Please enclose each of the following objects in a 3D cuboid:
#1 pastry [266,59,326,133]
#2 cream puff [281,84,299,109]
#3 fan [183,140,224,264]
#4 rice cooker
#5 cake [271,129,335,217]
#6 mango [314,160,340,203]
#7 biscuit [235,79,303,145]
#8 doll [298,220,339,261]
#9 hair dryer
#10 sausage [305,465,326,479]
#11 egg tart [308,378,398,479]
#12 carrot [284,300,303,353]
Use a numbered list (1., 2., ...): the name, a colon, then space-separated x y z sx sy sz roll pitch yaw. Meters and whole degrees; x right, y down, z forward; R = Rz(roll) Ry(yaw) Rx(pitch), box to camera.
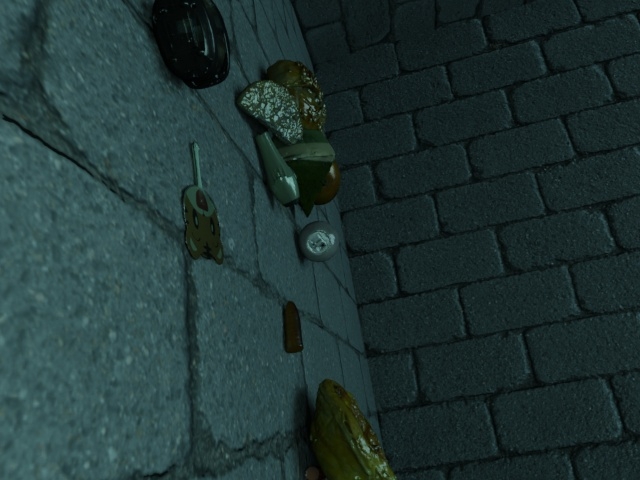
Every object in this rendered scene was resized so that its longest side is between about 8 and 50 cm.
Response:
1. pastry: -0.077 -0.498 1.668 0.284 0.184 0.316 70 8 -74
2. cream puff: -0.130 -0.412 1.461 0.165 0.115 0.150 -75 167 -51
3. fan: -0.211 -0.071 0.817 0.152 0.008 0.227 39 40 -75
4. rice cooker: -0.223 -0.352 0.807 0.106 0.112 0.166 -49 126 -72
5. cake: -0.032 -0.229 1.568 0.284 0.172 0.158 71 -4 -49
6. mango: -0.014 -0.245 1.842 0.317 0.172 0.212 -170 -118 -86
7. biscuit: -0.129 -0.376 1.320 0.289 0.038 0.142 26 76 -55
8. doll: 0.000 0.000 1.673 0.287 0.150 0.151 -28 105 -85
9. hair dryer: -0.135 -0.227 1.378 0.225 0.088 0.219 -114 -179 -60
10. sausage: -0.006 0.571 1.135 0.129 0.034 0.034 64 16 -62
11. egg tart: 0.074 0.523 1.165 0.352 0.152 0.339 62 -1 -16
12. carrot: -0.070 0.219 1.194 0.048 0.048 0.139 67 12 -51
